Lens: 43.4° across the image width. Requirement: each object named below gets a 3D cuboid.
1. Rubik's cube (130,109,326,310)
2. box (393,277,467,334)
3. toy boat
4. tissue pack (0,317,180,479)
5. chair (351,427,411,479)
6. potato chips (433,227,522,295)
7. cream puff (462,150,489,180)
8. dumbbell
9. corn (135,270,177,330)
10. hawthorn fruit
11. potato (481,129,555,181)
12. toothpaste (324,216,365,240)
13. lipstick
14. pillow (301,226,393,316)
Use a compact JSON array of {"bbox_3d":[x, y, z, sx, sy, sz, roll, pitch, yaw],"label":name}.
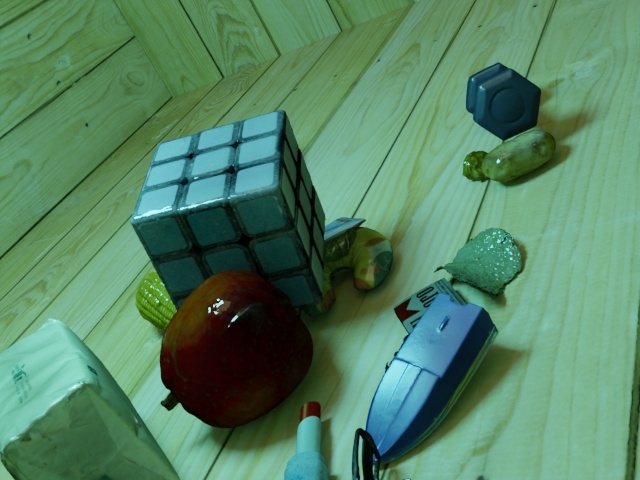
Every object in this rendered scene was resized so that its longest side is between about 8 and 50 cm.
[{"bbox_3d":[-0.173,-0.043,1.645,0.305,0.301,0.304,-15,36,10],"label":"Rubik's cube"},{"bbox_3d":[0.208,0.141,1.435,0.115,0.036,0.177,-31,25,1],"label":"box"},{"bbox_3d":[0.157,0.229,1.271,0.129,0.088,0.295,18,63,41],"label":"toy boat"},{"bbox_3d":[-0.443,0.341,1.458,0.207,0.297,0.380,-39,27,-14],"label":"tissue pack"},{"bbox_3d":[0.097,0.343,1.100,0.101,0.084,0.212,-19,32,24],"label":"chair"},{"bbox_3d":[0.288,0.045,1.500,0.167,0.059,0.228,2,27,34],"label":"potato chips"},{"bbox_3d":[0.359,-0.175,1.844,0.083,0.058,0.083,-38,28,-21],"label":"cream puff"},{"bbox_3d":[0.426,-0.334,1.906,0.160,0.144,0.325,-26,12,13],"label":"dumbbell"},{"bbox_3d":[-0.318,0.154,1.862,0.144,0.144,0.387,-40,25,-21],"label":"corn"},{"bbox_3d":[-0.167,0.211,1.468,0.307,0.265,0.265,-46,24,5],"label":"hawthorn fruit"},{"bbox_3d":[0.434,-0.184,1.754,0.170,0.080,0.107,-25,14,-10],"label":"potato"},{"bbox_3d":[0.000,0.000,1.921,0.234,0.057,0.089,-37,26,-31],"label":"toothpaste"},{"bbox_3d":[-0.021,0.350,1.254,0.068,0.061,0.274,-25,25,15],"label":"lipstick"},{"bbox_3d":[0.048,0.063,1.721,0.233,0.086,0.214,-24,35,6],"label":"pillow"}]
